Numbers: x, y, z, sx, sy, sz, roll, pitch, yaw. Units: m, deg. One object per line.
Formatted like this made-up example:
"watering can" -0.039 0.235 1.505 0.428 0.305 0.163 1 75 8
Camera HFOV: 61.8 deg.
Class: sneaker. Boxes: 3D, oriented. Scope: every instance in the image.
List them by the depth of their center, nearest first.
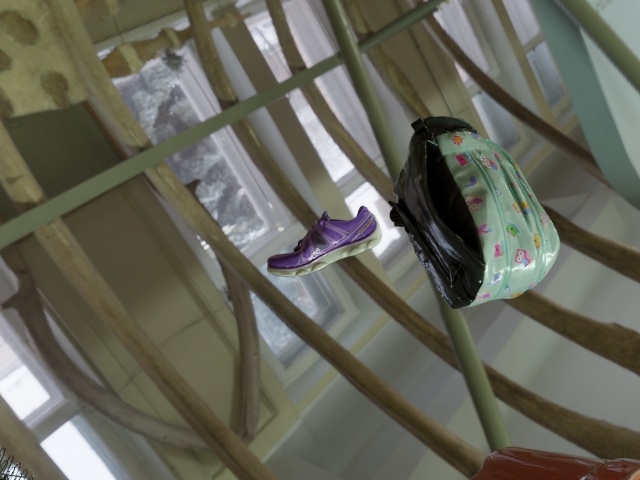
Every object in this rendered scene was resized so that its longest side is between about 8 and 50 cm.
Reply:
"sneaker" 0.000 0.000 0.748 0.169 0.071 0.068 -23 -175 6

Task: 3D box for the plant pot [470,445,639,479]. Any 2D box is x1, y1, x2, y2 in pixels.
"plant pot" 0.359 0.415 0.741 0.272 0.272 0.265 -37 -172 -25

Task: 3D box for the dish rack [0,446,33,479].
"dish rack" -0.566 0.390 0.889 0.271 0.208 0.074 10 -129 0

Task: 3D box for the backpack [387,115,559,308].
"backpack" 0.152 -0.024 0.551 0.115 0.152 0.182 -14 -123 -10
